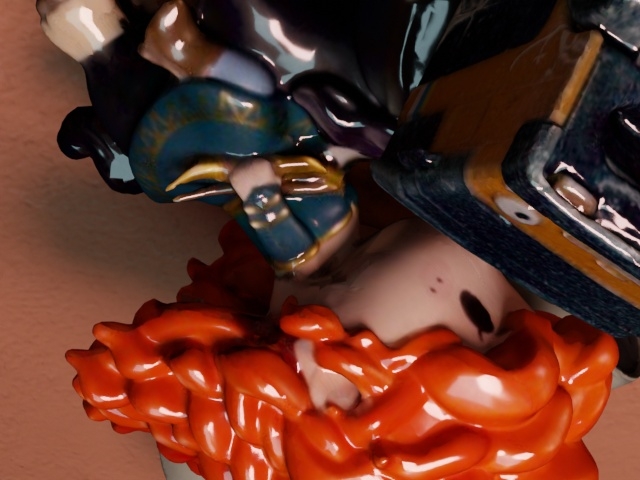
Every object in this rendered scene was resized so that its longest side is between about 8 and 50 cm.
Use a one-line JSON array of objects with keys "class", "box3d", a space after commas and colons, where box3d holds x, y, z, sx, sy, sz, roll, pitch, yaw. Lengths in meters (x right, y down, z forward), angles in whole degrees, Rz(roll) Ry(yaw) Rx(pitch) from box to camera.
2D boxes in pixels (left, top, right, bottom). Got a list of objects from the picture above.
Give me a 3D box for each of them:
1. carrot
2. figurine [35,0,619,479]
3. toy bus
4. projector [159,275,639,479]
[{"class": "carrot", "box3d": [0.052, -0.025, 0.996, 0.161, 0.055, 0.055, 12, 131, 6]}, {"class": "figurine", "box3d": [0.004, -0.011, 0.872, 0.306, 0.241, 0.412, -5, 100, 4]}, {"class": "toy bus", "box3d": [0.173, -0.122, 0.710, 0.162, 0.323, 0.194, 32, 167, -20]}, {"class": "projector", "box3d": [0.048, 0.104, 1.071, 0.337, 0.108, 0.108, -25, 123, 25]}]
